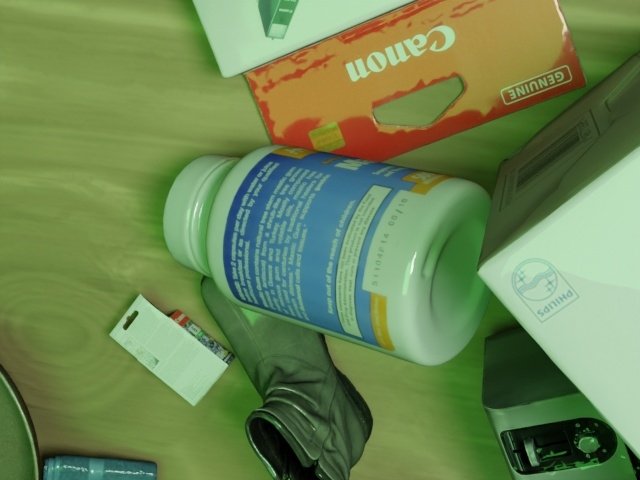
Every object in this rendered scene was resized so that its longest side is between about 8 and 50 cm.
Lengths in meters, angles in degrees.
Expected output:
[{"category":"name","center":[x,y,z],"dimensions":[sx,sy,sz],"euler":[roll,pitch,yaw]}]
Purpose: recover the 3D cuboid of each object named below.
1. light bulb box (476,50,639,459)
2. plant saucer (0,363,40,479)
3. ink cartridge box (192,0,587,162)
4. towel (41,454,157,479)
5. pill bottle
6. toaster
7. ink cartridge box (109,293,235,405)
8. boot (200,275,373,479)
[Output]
[{"category":"light bulb box","center":[0.321,0.041,0.672],"dimensions":[0.225,0.358,0.361],"euler":[-40,93,20]},{"category":"plant saucer","center":[-0.422,0.215,1.009],"dimensions":[0.310,0.050,0.310],"euler":[4,104,18]},{"category":"ink cartridge box","center":[0.051,-0.202,0.814],"dimensions":[0.296,0.066,0.261],"euler":[-20,99,16]},{"category":"towel","center":[-0.234,0.260,0.993],"dimensions":[0.119,0.029,0.067],"euler":[8,104,-14]},{"category":"pill bottle","center":[0.000,0.000,0.798],"dimensions":[0.272,0.152,0.152],"euler":[15,109,34]},{"category":"toaster","center":[0.220,0.163,0.828],"dimensions":[0.110,0.185,0.168],"euler":[-16,109,17]},{"category":"ink cartridge box","center":[-0.151,0.108,0.956],"dimensions":[0.115,0.029,0.063],"euler":[40,109,0]},{"category":"boot","center":[-0.037,0.133,0.869],"dimensions":[0.083,0.161,0.246],"euler":[-36,95,18]}]
